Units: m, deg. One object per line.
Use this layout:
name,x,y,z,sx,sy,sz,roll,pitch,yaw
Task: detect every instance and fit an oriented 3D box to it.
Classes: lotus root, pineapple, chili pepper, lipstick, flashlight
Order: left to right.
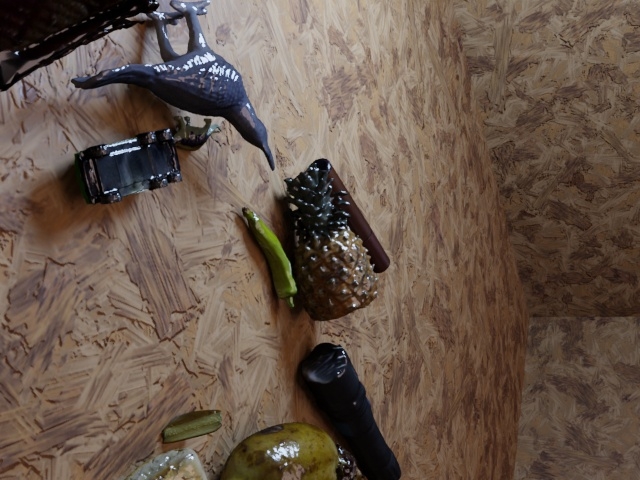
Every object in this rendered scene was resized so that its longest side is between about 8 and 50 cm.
chili pepper,-0.084,0.021,1.129,0.049,0.043,0.208,-39,119,-29
lotus root,-0.060,0.369,1.017,0.314,0.141,0.170,13,73,-53
pineapple,0.000,0.000,1.200,0.158,0.157,0.279,-34,107,-60
lipstick,0.066,-0.043,1.410,0.357,0.057,0.057,54,41,-46
flashlight,0.076,0.368,1.335,0.424,0.103,0.103,64,34,-37

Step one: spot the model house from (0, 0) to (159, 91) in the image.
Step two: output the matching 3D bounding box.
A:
model house,-0.307,-0.319,0.584,0.317,0.297,0.282,49,17,8

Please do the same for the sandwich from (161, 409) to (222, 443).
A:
sandwich,-0.177,0.253,0.910,0.044,0.083,0.031,173,-93,-73

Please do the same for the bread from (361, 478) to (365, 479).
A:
bread,0.073,0.520,1.373,0.062,0.103,0.049,-48,134,5

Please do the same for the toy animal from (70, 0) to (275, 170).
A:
toy animal,-0.175,-0.232,0.886,0.367,0.081,0.206,17,58,-59

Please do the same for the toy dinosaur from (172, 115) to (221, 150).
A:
toy dinosaur,-0.184,-0.158,0.953,0.180,0.037,0.058,-34,137,-53

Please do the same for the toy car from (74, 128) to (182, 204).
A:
toy car,-0.236,-0.089,0.805,0.165,0.062,0.071,-35,117,-60

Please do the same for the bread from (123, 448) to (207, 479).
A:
bread,-0.196,0.324,0.821,0.125,0.082,0.106,-34,107,-49
